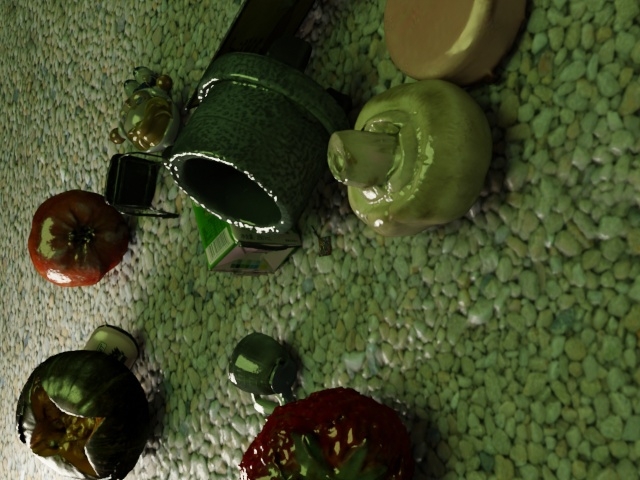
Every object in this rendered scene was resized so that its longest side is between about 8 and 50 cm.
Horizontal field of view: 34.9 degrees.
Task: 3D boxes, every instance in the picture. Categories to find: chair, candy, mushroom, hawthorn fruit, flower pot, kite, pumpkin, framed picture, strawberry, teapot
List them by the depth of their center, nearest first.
[{"bbox_3d":[0.114,-0.125,1.504,0.260,0.234,0.254,-64,36,25],"label":"mushroom"},{"bbox_3d":[0.201,-0.346,1.531,0.255,0.094,0.255,-15,72,51],"label":"candy"},{"bbox_3d":[-0.002,0.372,1.596,0.351,0.267,0.311,-149,62,-74],"label":"strawberry"},{"bbox_3d":[-0.100,-0.181,1.763,0.299,0.299,0.282,-7,51,53],"label":"flower pot"},{"bbox_3d":[0.003,-0.003,1.833,0.044,0.002,0.078,-40,55,44],"label":"kite"},{"bbox_3d":[-0.097,-0.387,1.836,0.014,0.255,0.338,43,125,11],"label":"framed picture"},{"bbox_3d":[-0.102,0.251,1.857,0.108,0.111,0.149,20,96,39],"label":"teapot"},{"bbox_3d":[-0.526,0.388,2.276,0.321,0.192,0.320,10,115,23],"label":"pumpkin"},{"bbox_3d":[-0.423,-0.131,2.313,0.221,0.145,0.140,11,94,55],"label":"chair"},{"bbox_3d":[-0.592,0.004,2.470,0.272,0.242,0.241,155,116,-67],"label":"hawthorn fruit"}]

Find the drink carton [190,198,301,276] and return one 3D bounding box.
[{"bbox_3d":[-0.148,-0.073,1.919,0.108,0.161,0.271,-43,55,42],"label":"drink carton"}]

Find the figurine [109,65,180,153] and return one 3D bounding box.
[{"bbox_3d":[-0.403,-0.292,2.329,0.193,0.133,0.274,-57,33,-2],"label":"figurine"}]

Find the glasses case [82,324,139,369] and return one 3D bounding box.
[{"bbox_3d":[-0.526,0.322,2.409,0.314,0.122,0.075,-57,1,32],"label":"glasses case"}]
